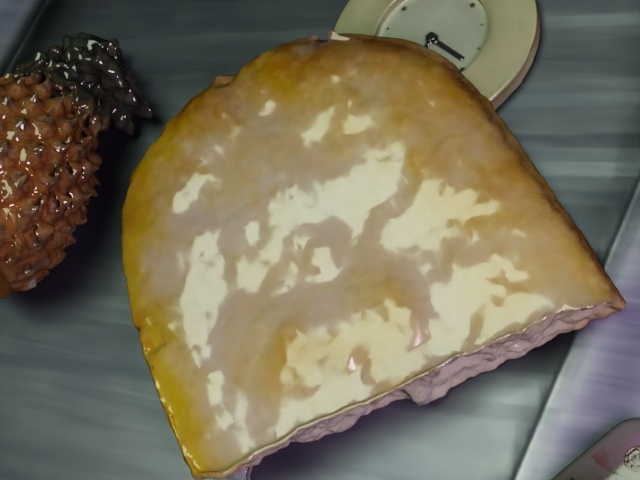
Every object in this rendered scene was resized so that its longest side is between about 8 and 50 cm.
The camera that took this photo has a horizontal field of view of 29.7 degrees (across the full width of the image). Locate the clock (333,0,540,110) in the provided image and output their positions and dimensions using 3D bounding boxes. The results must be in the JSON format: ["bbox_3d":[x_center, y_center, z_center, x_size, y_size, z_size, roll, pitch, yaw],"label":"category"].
[{"bbox_3d":[0.121,-0.216,1.305,0.235,0.029,0.235,-10,63,20],"label":"clock"}]

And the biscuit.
[{"bbox_3d":[0.000,0.000,1.196,0.429,0.104,0.446,-33,62,6],"label":"biscuit"}]

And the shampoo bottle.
[{"bbox_3d":[0.266,0.193,1.018,0.165,0.040,0.080,-41,53,4],"label":"shampoo bottle"}]

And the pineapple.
[{"bbox_3d":[-0.318,-0.126,1.390,0.223,0.223,0.357,16,57,32],"label":"pineapple"}]

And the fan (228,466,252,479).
[{"bbox_3d":[-0.088,0.280,1.167,0.057,0.023,0.282,9,71,35],"label":"fan"}]
